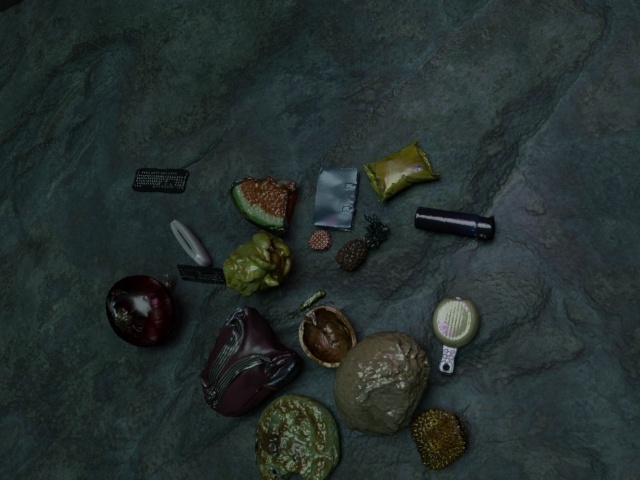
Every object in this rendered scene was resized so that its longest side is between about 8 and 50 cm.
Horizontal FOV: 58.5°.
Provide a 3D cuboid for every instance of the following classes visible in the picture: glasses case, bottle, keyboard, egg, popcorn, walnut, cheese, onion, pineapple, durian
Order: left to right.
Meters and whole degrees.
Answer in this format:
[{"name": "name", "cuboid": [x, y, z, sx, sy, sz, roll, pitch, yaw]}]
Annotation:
[{"name": "onion", "cuboid": [-0.619, 0.240, 2.038, 0.273, 0.285, 0.273, 11, 115, 25]}, {"name": "keyboard", "cuboid": [-0.648, -0.244, 2.303, 0.262, 0.016, 0.106, 5, 74, 24]}, {"name": "glasses case", "cuboid": [-0.478, 0.011, 2.103, 0.059, 0.092, 0.233, -44, 61, 3]}, {"name": "keyboard", "cuboid": [-0.428, 0.124, 2.056, 0.197, 0.074, 0.015, 4, 39, 22]}, {"name": "popcorn", "cuboid": [-0.204, 0.084, 1.890, 0.255, 0.256, 0.195, -40, 73, 52]}, {"name": "walnut", "cuboid": [0.029, 0.311, 1.792, 0.167, 0.087, 0.211, -38, 64, -1]}, {"name": "pineapple", "cuboid": [0.126, 0.014, 1.859, 0.221, 0.083, 0.103, -45, 63, 0]}, {"name": "egg", "cuboid": [0.168, 0.401, 1.611, 0.279, 0.279, 0.310, 31, 100, 28]}, {"name": "durian", "cuboid": [0.324, 0.538, 1.571, 0.168, 0.137, 0.158, -41, 83, 14]}, {"name": "cheese", "cuboid": [0.387, 0.277, 1.672, 0.137, 0.064, 0.227, 7, 73, 28]}, {"name": "bottle", "cuboid": [0.416, -0.052, 1.769, 0.245, 0.072, 0.082, 9, 66, 25]}]

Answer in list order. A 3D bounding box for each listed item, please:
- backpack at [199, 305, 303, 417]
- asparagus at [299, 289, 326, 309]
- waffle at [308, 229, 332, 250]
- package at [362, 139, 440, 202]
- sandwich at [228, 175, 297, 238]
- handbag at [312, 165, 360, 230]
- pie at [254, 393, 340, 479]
[{"name": "backpack", "cuboid": [-0.252, 0.401, 1.814, 0.317, 0.197, 0.283, -47, 63, 3]}, {"name": "asparagus", "cuboid": [-0.029, 0.200, 1.892, 0.108, 0.021, 0.025, -36, 64, 7]}, {"name": "waffle", "cuboid": [0.000, 0.000, 1.946, 0.083, 0.029, 0.075, -2, 74, 19]}, {"name": "package", "cuboid": [0.261, -0.227, 1.884, 0.226, 0.090, 0.168, -27, 66, 9]}, {"name": "sandwich", "cuboid": [-0.192, -0.135, 2.033, 0.292, 0.109, 0.212, 18, 73, 24]}, {"name": "handbag", "cuboid": [0.057, -0.143, 1.964, 0.144, 0.057, 0.221, 3, 72, 16]}, {"name": "pie", "cuboid": [-0.076, 0.617, 1.742, 0.303, 0.067, 0.302, -7, 70, 21]}]
